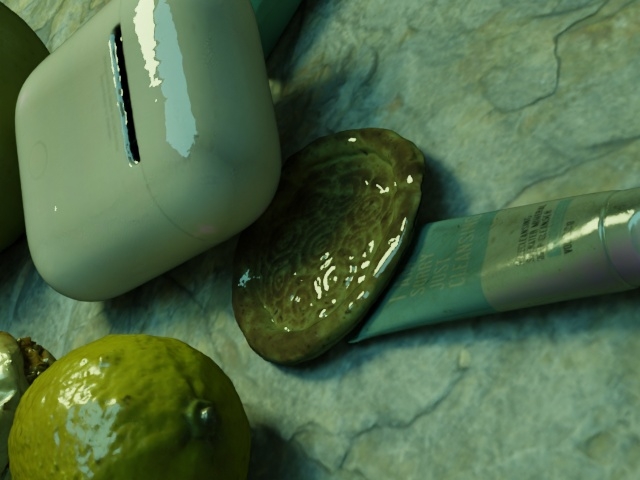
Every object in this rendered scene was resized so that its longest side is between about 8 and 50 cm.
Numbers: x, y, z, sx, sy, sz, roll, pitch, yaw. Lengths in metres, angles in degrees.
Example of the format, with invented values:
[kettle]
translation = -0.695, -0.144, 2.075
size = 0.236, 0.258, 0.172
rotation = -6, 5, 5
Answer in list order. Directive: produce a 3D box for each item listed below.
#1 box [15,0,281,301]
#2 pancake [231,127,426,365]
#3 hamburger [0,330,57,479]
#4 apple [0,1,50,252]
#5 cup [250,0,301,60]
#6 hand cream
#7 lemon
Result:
[box]
translation = -0.190, -0.106, 1.076
size = 0.349, 0.141, 0.288
rotation = -26, 67, 40
[pancake]
translation = 0.001, 0.000, 0.954
size = 0.250, 0.031, 0.250
rotation = -31, 42, 33
[hamburger]
translation = -0.360, 0.197, 1.108
size = 0.214, 0.108, 0.213
rotation = -25, 46, 29
[apple]
translation = -0.570, -0.155, 1.332
size = 0.474, 0.474, 0.473
rotation = -24, 48, 30
[cup]
translation = -0.060, -0.319, 1.182
size = 0.235, 0.148, 0.134
rotation = -51, 13, -3
[hand cream]
translation = 0.140, 0.011, 0.796
size = 0.312, 0.070, 0.111
rotation = -13, 53, 43
[lemon]
translation = -0.156, 0.172, 0.865
size = 0.231, 0.192, 0.192
rotation = -23, 48, 41
